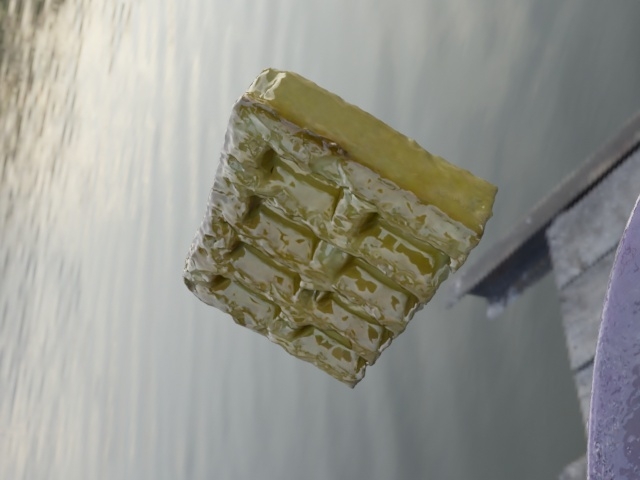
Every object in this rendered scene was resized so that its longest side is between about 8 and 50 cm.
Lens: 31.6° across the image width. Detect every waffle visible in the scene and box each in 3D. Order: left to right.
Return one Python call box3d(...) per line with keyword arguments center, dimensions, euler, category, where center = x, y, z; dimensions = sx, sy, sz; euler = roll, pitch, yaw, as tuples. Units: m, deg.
box3d(center=(0.000, 0.000, 0.782), dimensions=(0.057, 0.168, 0.274), euler=(-59, -1, -30), category="waffle")

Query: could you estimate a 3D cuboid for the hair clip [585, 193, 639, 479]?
box3d(center=(0.191, 0.064, 0.524), dimensions=(0.110, 0.096, 0.358), euler=(12, 89, 64), category="hair clip")
